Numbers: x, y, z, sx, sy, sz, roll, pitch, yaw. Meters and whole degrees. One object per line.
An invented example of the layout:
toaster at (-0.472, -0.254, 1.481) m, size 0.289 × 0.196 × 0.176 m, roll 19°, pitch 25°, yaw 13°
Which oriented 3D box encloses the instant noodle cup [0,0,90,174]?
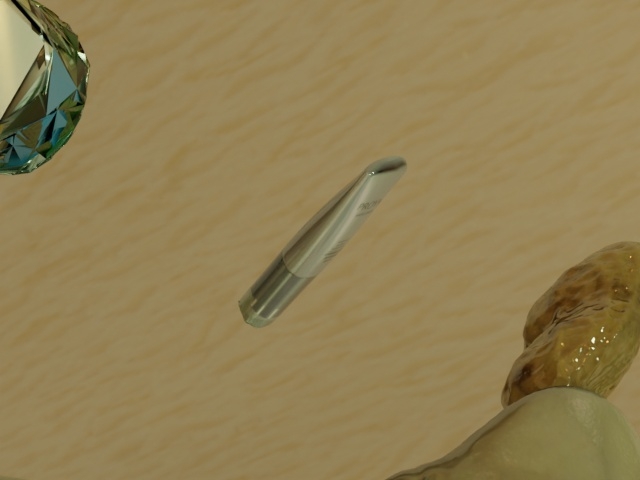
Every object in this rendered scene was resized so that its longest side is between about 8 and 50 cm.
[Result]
instant noodle cup at (-0.396, -0.201, 1.575) m, size 0.178 × 0.240 × 0.240 m, roll 118°, pitch -53°, yaw -85°

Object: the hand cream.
hand cream at (0.000, 0.000, 1.419) m, size 0.048 × 0.255 × 0.079 m, roll 50°, pitch 33°, yaw 10°

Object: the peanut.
peanut at (0.270, 0.104, 1.394) m, size 0.110 × 0.197 × 0.233 m, roll 32°, pitch 46°, yaw -3°

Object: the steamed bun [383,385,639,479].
steamed bun at (0.191, 0.357, 1.256) m, size 0.342 × 0.367 × 0.255 m, roll 62°, pitch 0°, yaw -36°

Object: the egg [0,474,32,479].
egg at (-0.257, 0.321, 1.032) m, size 0.389 × 0.276 × 0.276 m, roll 30°, pitch 39°, yaw -56°
